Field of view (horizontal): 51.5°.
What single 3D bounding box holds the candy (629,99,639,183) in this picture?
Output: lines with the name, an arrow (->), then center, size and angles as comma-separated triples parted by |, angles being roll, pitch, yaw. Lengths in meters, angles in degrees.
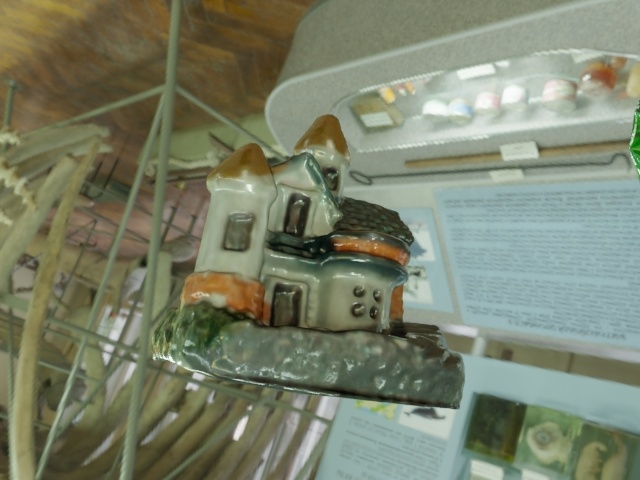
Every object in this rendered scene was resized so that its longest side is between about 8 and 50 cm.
candy -> 0.407, -0.070, 0.718 | 0.141, 0.203, 0.078 | -14, -179, -10

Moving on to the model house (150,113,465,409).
model house -> 0.000, 0.000, 0.640 | 0.271, 0.300, 0.190 | 12, 163, -18
